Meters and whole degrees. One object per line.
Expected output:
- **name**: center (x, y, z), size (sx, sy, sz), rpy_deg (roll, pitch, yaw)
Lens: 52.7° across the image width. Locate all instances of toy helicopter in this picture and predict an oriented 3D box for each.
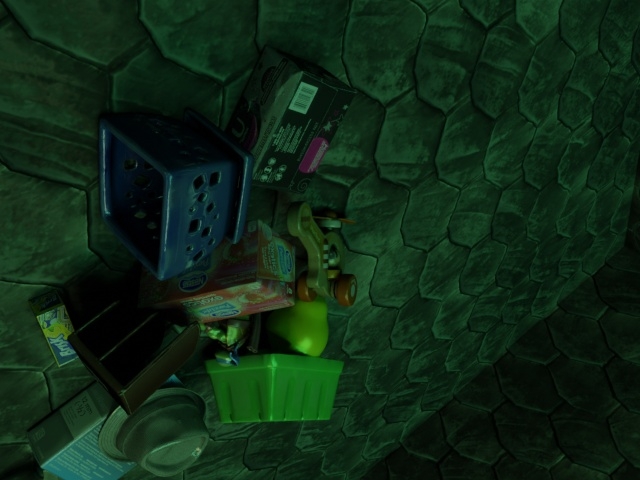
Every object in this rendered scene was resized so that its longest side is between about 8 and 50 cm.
- **toy helicopter**: center (0.000, 0.000, 1.598), size (0.355, 0.140, 0.235), rpy_deg (58, 42, -56)

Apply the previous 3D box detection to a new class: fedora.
- **fedora**: center (-0.373, 0.475, 1.542), size (0.244, 0.124, 0.275), rpy_deg (-55, 143, 10)

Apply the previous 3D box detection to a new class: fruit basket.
- **fruit basket**: center (-0.104, 0.310, 1.771), size (0.282, 0.392, 0.392), rpy_deg (-11, 156, 30)

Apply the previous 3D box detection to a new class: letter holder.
- **letter holder**: center (-0.379, 0.222, 1.367), size (0.214, 0.152, 0.302), rpy_deg (-42, 172, -24)

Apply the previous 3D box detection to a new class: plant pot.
- **plant pot**: center (-0.263, -0.103, 1.205), size (0.212, 0.236, 0.236), rpy_deg (-22, 138, -38)

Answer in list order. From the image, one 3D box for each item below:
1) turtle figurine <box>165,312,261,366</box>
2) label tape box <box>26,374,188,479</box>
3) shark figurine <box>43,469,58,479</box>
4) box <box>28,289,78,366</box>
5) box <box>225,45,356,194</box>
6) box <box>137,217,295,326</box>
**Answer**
- **turtle figurine**: center (-0.245, 0.149, 1.559), size (0.197, 0.274, 0.266), rpy_deg (17, 93, -26)
- **label tape box**: center (-0.492, 0.446, 1.596), size (0.347, 0.115, 0.249), rpy_deg (-39, 143, -13)
- **shark figurine**: center (-0.699, 0.629, 1.502), size (0.278, 0.116, 0.166), rpy_deg (-8, 137, -10)
- **box**: center (-0.546, 0.185, 1.343), size (0.059, 0.054, 0.169), rpy_deg (-25, 139, -25)
- **box**: center (-0.075, -0.242, 1.318), size (0.163, 0.142, 0.247), rpy_deg (7, 118, -45)
- **box**: center (-0.216, 0.076, 1.358), size (0.299, 0.142, 0.154), rpy_deg (-13, 152, 24)
